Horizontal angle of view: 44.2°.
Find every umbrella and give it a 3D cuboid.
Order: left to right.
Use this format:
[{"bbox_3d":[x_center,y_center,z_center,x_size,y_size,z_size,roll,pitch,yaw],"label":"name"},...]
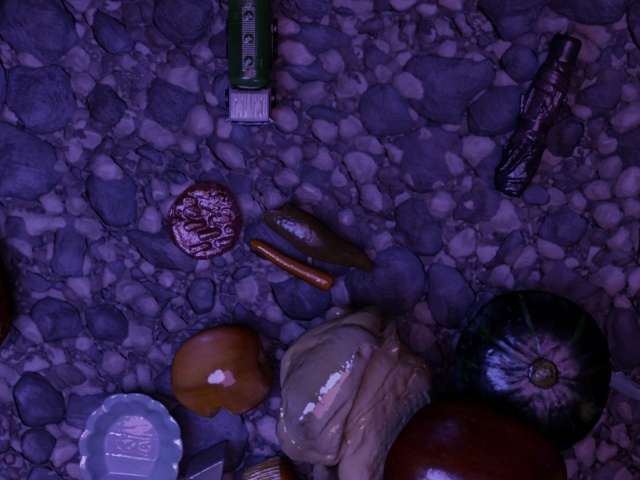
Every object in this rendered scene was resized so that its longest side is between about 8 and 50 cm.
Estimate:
[{"bbox_3d":[0.416,-0.240,1.517,0.090,0.094,0.326,16,98,-32],"label":"umbrella"}]

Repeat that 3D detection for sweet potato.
[{"bbox_3d":[0.000,0.000,1.533,0.243,0.077,0.077,30,95,-5],"label":"sweet potato"}]

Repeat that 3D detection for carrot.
[{"bbox_3d":[-0.059,0.047,1.555,0.190,0.037,0.037,27,95,-5],"label":"carrot"}]

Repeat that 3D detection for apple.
[{"bbox_3d":[-0.192,0.255,1.511,0.199,0.199,0.199,0,97,-3],"label":"apple"},{"bbox_3d":[0.258,0.416,1.349,0.316,0.288,0.288,11,98,33],"label":"apple"}]

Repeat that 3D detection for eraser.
[{"bbox_3d":[-0.248,0.577,1.574,0.077,0.111,0.353,9,96,-6],"label":"eraser"}]

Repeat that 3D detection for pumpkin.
[{"bbox_3d":[0.407,0.249,1.502,0.315,0.238,0.315,0,91,8],"label":"pumpkin"}]

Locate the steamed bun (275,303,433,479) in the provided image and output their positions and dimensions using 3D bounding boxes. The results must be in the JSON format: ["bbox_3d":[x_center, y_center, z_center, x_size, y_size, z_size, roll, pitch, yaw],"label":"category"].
[{"bbox_3d":[0.047,0.296,1.484,0.325,0.230,0.372,-46,132,-23],"label":"steamed bun"}]

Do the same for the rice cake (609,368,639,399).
[{"bbox_3d":[0.589,0.273,1.621,0.180,0.030,0.042,29,108,-6],"label":"rice cake"}]

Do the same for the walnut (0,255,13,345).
[{"bbox_3d":[-0.699,0.099,1.443,0.243,0.222,0.269,-8,83,-10],"label":"walnut"}]

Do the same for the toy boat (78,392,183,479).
[{"bbox_3d":[-0.372,0.429,1.554,0.199,0.100,0.291,10,96,-4],"label":"toy boat"}]

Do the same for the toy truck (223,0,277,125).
[{"bbox_3d":[-0.129,-0.334,1.459,0.101,0.125,0.243,0,98,-4],"label":"toy truck"}]

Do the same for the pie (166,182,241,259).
[{"bbox_3d":[-0.227,-0.037,1.536,0.154,0.036,0.155,0,96,-3],"label":"pie"}]

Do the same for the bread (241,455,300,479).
[{"bbox_3d":[-0.073,0.526,1.567,0.114,0.132,0.191,-21,102,0],"label":"bread"}]
